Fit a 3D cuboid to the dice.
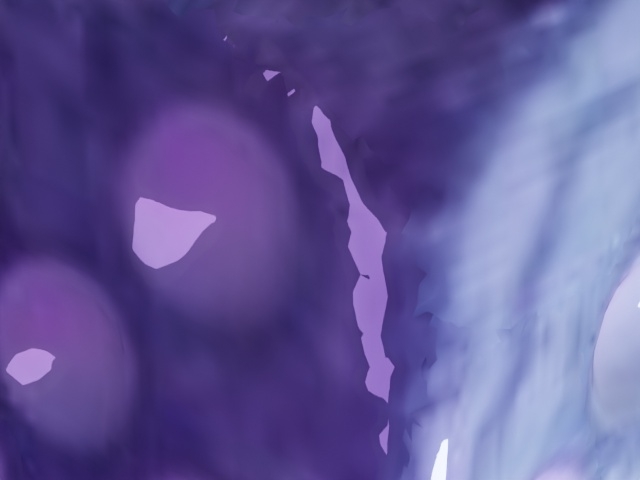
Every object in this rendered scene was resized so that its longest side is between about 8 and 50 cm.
[{"bbox_3d":[0.000,0.000,0.672,0.270,0.270,0.271,17,115,34],"label":"dice"}]
